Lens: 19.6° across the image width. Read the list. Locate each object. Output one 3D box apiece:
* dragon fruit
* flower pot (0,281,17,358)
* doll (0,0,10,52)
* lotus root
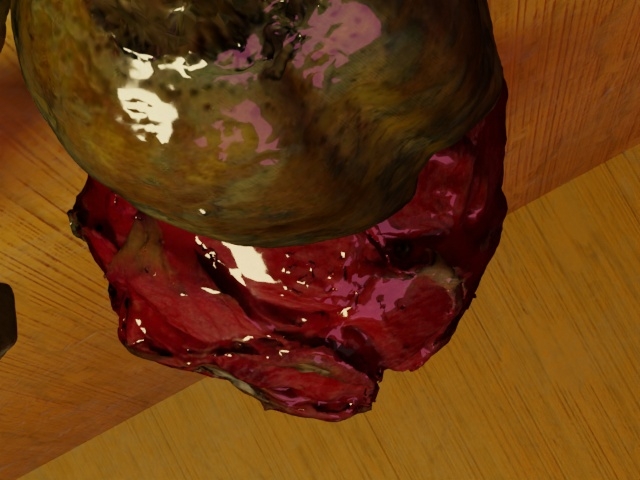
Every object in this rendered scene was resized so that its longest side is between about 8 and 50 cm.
[{"bbox_3d":[-0.022,-0.038,1.287,0.329,0.329,0.329,-27,170,-5],"label":"dragon fruit"},{"bbox_3d":[-0.345,0.089,1.206,0.259,0.290,0.290,-42,167,16],"label":"flower pot"},{"bbox_3d":[-0.212,-0.120,0.987,0.209,0.097,0.137,132,-18,-82],"label":"doll"},{"bbox_3d":[-0.035,-0.123,0.969,0.250,0.250,0.346,-30,172,8],"label":"lotus root"}]
